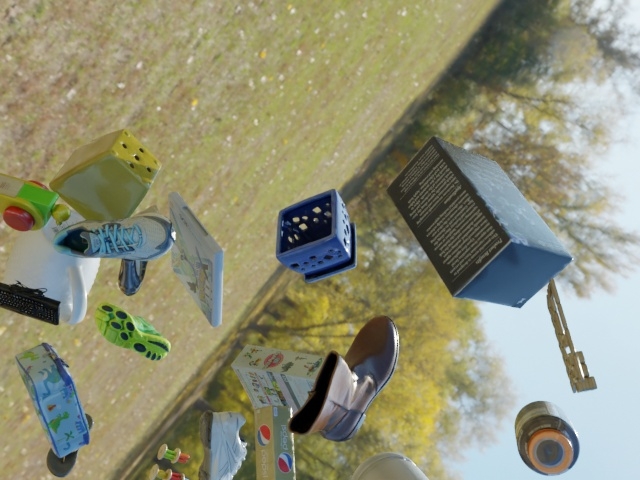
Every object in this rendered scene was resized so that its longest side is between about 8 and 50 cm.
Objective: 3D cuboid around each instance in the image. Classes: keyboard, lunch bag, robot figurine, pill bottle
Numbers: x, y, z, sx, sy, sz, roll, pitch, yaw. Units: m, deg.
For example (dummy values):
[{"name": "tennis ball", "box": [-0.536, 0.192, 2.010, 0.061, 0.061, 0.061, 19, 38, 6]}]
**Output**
[{"name": "keyboard", "box": [-0.725, 0.148, 1.652, 0.038, 0.192, 0.100, -66, 171, -62]}, {"name": "lunch bag", "box": [-0.576, 0.337, 1.468, 0.090, 0.218, 0.176, -23, -153, -30]}, {"name": "robot figurine", "box": [0.194, 0.658, 1.685, 0.353, 0.300, 0.199, -147, -118, -67]}, {"name": "pill bottle", "box": [0.496, 0.437, 1.500, 0.130, 0.130, 0.246, -52, 167, 7]}]

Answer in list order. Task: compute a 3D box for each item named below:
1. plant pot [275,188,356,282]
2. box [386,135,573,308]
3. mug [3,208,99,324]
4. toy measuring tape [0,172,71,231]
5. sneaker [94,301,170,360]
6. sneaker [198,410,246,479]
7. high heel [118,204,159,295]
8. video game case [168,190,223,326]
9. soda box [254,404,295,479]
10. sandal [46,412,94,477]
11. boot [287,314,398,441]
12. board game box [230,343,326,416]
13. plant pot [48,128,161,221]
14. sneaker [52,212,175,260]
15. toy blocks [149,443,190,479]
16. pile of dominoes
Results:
[{"name": "plant pot", "box": [0.000, 0.000, 2.332, 0.236, 0.212, 0.235, -20, -137, 22]}, {"name": "box", "box": [0.409, -0.045, 1.799, 0.294, 0.395, 0.212, 12, 129, -42]}, {"name": "mug", "box": [-0.841, 0.097, 2.215, 0.276, 0.374, 0.328, -8, 150, -40]}, {"name": "toy measuring tape", "box": [-0.731, -0.096, 1.560, 0.121, 0.331, 0.121, -163, -90, -88]}, {"name": "sneaker", "box": [-0.619, 0.293, 2.208, 0.109, 0.295, 0.124, -51, -142, -8]}, {"name": "sneaker", "box": [-0.265, 0.612, 1.890, 0.111, 0.130, 0.296, 24, -68, 59]}, {"name": "high heel", "box": [-0.535, 0.031, 2.018, 0.261, 0.093, 0.186, -78, -177, -45]}, {"name": "video game case", "box": [-0.386, 0.060, 2.100, 0.036, 0.300, 0.328, -21, 141, -28]}, {"name": "soda box", "box": [-0.097, 0.443, 1.439, 0.061, 0.058, 0.181, -24, -120, 40]}, {"name": "sandal", "box": [-0.757, 0.614, 2.082, 0.060, 0.090, 0.219, -56, -174, 41]}, {"name": "boot", "box": [0.043, 0.228, 1.216, 0.264, 0.096, 0.280, -57, 156, -9]}, {"name": "board game box", "box": [-0.080, 0.422, 1.957, 0.304, 0.223, 0.097, 2, -143, 33]}, {"name": "plant pot", "box": [-0.559, -0.175, 1.850, 0.187, 0.212, 0.212, -32, -154, 22]}, {"name": "sneaker", "box": [-0.459, 0.004, 1.511, 0.283, 0.110, 0.122, -6, -174, 17]}, {"name": "toy blocks", "box": [-0.483, 0.765, 2.293, 0.054, 0.148, 0.123, -12, -127, 56]}, {"name": "pile of dominoes", "box": [0.577, 0.224, 1.577, 0.040, 0.251, 0.196, -14, 161, 10]}]
